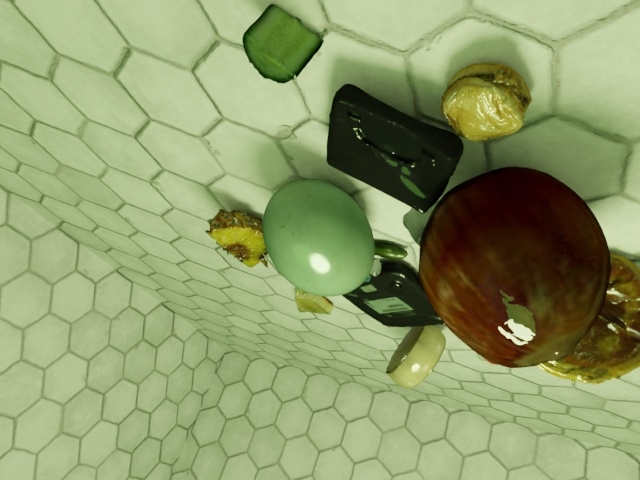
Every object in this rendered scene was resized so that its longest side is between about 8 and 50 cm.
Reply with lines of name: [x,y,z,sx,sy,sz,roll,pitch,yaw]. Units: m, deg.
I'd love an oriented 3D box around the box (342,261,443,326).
box: [0.249,0.198,1.727,0.350,0.091,0.359,36,148,-29]

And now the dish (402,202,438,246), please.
dish: [0.320,-0.008,1.288,0.229,0.081,0.229,16,154,8]

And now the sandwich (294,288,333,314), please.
sandwich: [-0.062,0.257,2.111,0.193,0.058,0.162,-4,143,44]

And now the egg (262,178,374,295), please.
egg: [0.000,0.000,1.312,0.276,0.276,0.389,3,150,32]

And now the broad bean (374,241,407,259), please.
broad bean: [0.152,0.026,1.517,0.254,0.046,0.065,6,157,31]

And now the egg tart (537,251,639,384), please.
egg tart: [0.620,0.178,1.198,0.352,0.339,0.153,4,168,15]

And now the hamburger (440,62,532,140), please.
hamburger: [0.286,-0.242,0.859,0.138,0.083,0.147,35,153,-34]

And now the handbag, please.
handbag: [0.144,-0.186,1.012,0.275,0.088,0.244,31,159,11]

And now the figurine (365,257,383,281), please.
figurine: [0.090,0.093,1.592,0.245,0.110,0.138,-3,178,45]

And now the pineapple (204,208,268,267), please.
pineapple: [-0.245,-0.034,1.629,0.161,0.158,0.334,-30,142,8]

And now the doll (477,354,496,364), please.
doll: [0.653,0.368,1.716,0.161,0.130,0.290,21,149,-1]

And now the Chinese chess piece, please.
Chinese chess piece: [0.370,0.443,1.908,0.112,0.270,0.270,36,154,3]

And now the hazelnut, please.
hazelnut: [0.391,0.058,1.018,0.353,0.421,0.421,-12,170,-30]

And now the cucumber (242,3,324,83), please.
cucumber: [-0.072,-0.352,0.887,0.116,0.115,0.062,37,151,-13]
